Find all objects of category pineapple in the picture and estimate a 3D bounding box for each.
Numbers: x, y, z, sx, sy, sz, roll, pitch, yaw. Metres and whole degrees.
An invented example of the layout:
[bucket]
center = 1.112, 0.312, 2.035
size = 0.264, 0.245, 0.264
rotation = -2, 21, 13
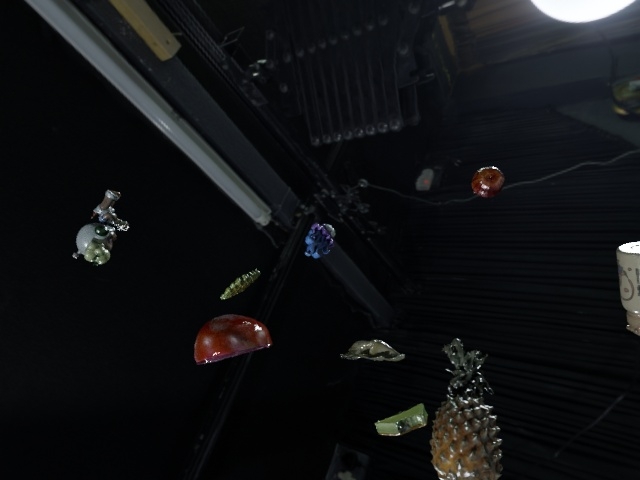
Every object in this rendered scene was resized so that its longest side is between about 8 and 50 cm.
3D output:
[pineapple]
center = 0.365, 0.423, 1.036
size = 0.175, 0.175, 0.360
rotation = 51, -143, -40

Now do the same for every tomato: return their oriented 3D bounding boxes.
[tomato]
center = -0.349, 0.386, 1.669
size = 0.335, 0.290, 0.176
rotation = 7, -112, -56

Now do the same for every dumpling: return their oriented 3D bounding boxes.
[dumpling]
center = 0.185, 0.466, 1.731
size = 0.166, 0.332, 0.085
rotation = 18, -114, -37

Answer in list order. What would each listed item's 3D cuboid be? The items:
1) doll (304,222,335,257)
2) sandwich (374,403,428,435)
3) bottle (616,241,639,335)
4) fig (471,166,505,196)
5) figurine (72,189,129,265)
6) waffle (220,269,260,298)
[doll]
center = 0.000, 0.000, 1.435
size = 0.109, 0.067, 0.206
rotation = 53, -140, -13
[sandwich]
center = 0.370, 0.716, 1.631
size = 0.245, 0.212, 0.063
rotation = -12, -108, -25
[bottle]
center = 0.737, 0.112, 0.915
size = 0.097, 0.110, 0.208
rotation = -111, 7, -79
[fig]
center = 0.670, -0.224, 1.656
size = 0.128, 0.128, 0.150
rotation = -32, -26, -47
[figurine]
center = -0.560, -0.031, 1.061
size = 0.094, 0.147, 0.196
rotation = 29, -104, -16
[waffle]
center = -0.344, 0.192, 1.761
size = 0.036, 0.183, 0.169
rotation = 52, -146, 10
